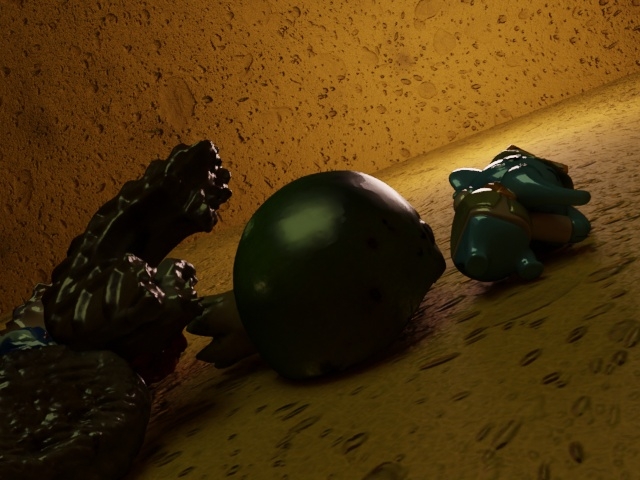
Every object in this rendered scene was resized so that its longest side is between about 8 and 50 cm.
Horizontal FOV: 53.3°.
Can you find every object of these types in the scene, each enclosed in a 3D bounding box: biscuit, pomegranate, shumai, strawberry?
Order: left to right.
[{"bbox_3d":[-0.299,0.225,0.667,0.185,0.184,0.218,-56,7,25],"label":"shumai"},{"bbox_3d":[-0.347,0.166,1.017,0.336,0.149,0.265,5,53,27],"label":"strawberry"},{"bbox_3d":[-0.253,0.020,0.878,0.268,0.115,0.366,-27,32,22],"label":"biscuit"},{"bbox_3d":[-0.027,0.036,0.835,0.358,0.216,0.310,-20,12,14],"label":"pomegranate"}]

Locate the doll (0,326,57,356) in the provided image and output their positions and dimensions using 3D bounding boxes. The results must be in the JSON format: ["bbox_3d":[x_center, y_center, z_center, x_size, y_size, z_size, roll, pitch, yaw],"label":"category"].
[{"bbox_3d":[-0.396,0.163,0.898,0.195,0.070,0.096,13,36,22],"label":"doll"}]

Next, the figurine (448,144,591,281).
[{"bbox_3d":[0.266,-0.030,0.855,0.180,0.154,0.262,-9,30,20],"label":"figurine"}]

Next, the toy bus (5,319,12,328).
[{"bbox_3d":[-0.814,0.257,1.777,0.073,0.096,0.235,-31,11,-35],"label":"toy bus"}]
